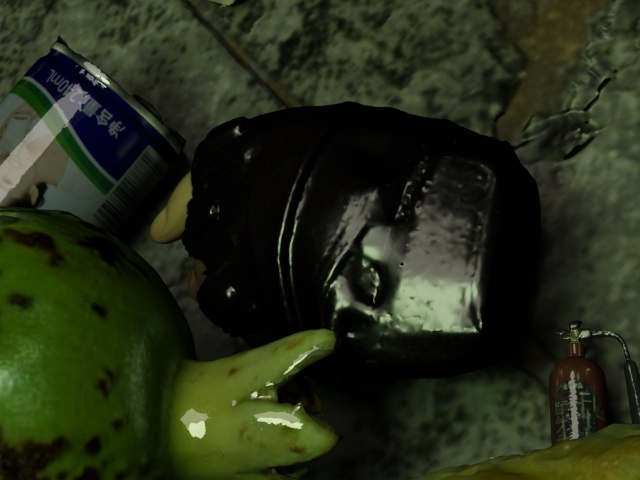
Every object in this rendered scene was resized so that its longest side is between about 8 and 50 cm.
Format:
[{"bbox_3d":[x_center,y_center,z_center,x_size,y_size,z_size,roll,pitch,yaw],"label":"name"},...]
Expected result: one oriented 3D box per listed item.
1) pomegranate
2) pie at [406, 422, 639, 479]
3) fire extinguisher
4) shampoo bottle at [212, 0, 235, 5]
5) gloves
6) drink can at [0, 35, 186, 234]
[{"bbox_3d":[-0.113,0.087,0.698,0.263,0.211,0.211,-3,58,8],"label":"pomegranate"},{"bbox_3d":[0.062,0.235,0.515,0.395,0.180,0.418,-4,52,28],"label":"pie"},{"bbox_3d":[0.121,0.074,0.670,0.046,0.032,0.100,-16,59,35],"label":"fire extinguisher"},{"bbox_3d":[-0.034,-0.213,0.936,0.077,0.045,0.152,28,77,40],"label":"shampoo bottle"},{"bbox_3d":[0.000,0.000,0.743,0.203,0.124,0.164,3,45,23],"label":"gloves"},{"bbox_3d":[-0.181,0.009,0.849,0.235,0.097,0.097,-51,49,-6],"label":"drink can"}]
